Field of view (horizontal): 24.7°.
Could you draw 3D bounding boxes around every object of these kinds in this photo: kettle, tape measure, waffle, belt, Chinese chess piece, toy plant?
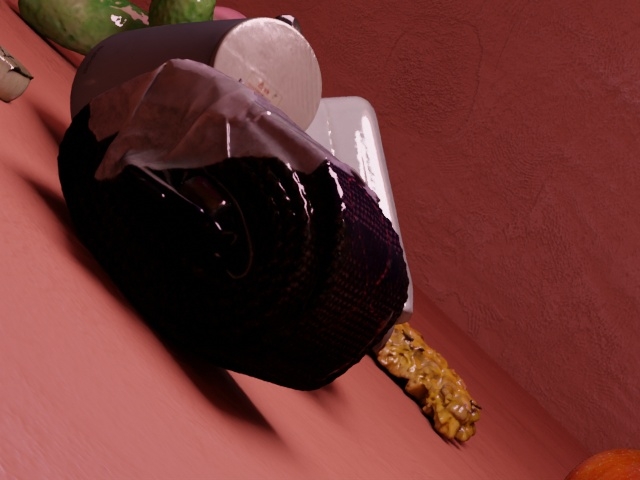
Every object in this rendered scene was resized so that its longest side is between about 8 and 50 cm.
[{"bbox_3d":[-0.124,-0.111,1.341,0.160,0.210,0.243,44,-23,-24],"label":"kettle"},{"bbox_3d":[0.000,-0.001,1.419,0.246,0.125,0.243,109,-24,-63],"label":"tape measure"},{"bbox_3d":[0.102,0.139,1.891,0.293,0.069,0.260,45,6,4],"label":"waffle"},{"bbox_3d":[-0.077,-0.020,1.102,0.289,0.184,0.164,40,7,33],"label":"belt"},{"bbox_3d":[-0.307,-0.166,1.358,0.084,0.034,0.084,42,4,-4],"label":"Chinese chess piece"},{"bbox_3d":[-0.203,-0.236,2.010,0.317,0.210,0.356,5,-15,35],"label":"toy plant"}]

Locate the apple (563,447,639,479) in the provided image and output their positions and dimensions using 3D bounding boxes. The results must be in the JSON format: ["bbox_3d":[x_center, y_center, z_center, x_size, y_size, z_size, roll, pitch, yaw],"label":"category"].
[{"bbox_3d":[0.373,0.344,1.741,0.201,0.162,0.201,43,3,-2],"label":"apple"}]
